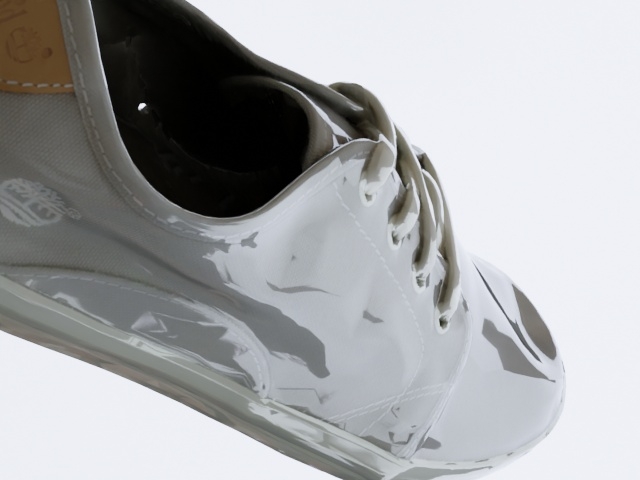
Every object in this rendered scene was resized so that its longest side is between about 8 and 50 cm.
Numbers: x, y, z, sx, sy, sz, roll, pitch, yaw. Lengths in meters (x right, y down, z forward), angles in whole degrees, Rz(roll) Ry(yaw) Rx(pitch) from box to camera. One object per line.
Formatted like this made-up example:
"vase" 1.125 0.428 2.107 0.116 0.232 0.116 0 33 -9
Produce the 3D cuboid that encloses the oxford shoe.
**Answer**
"oxford shoe" 0.000 0.000 0.594 0.130 0.449 0.169 -38 -129 23
